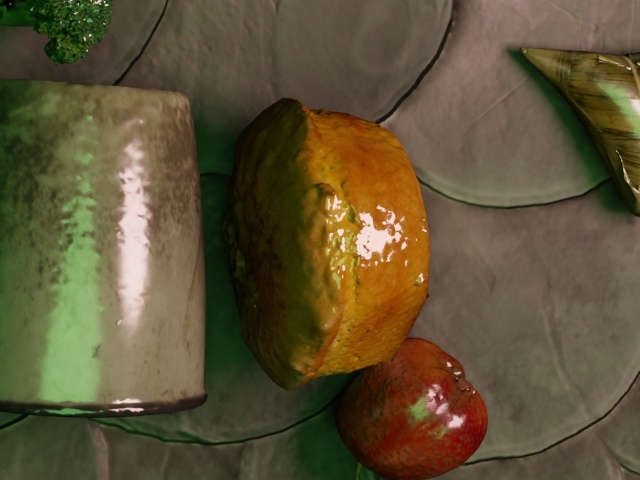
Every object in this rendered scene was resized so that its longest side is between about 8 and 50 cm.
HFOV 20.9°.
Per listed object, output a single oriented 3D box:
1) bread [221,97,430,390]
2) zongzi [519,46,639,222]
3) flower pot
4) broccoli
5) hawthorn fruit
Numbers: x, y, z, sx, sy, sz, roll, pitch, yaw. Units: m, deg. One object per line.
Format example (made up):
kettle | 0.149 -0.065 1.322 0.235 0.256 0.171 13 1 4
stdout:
bread | -0.002 0.002 1.833 0.172 0.312 0.312 -4 99 -21
zongzi | 0.321 -0.118 1.975 0.204 0.094 0.205 3 98 -8
flower pot | -0.255 0.002 1.787 0.293 0.293 0.330 3 92 -12
broccoli | -0.305 -0.327 1.757 0.245 0.265 0.294 -39 77 22
hawthorn fruit | 0.082 0.211 1.959 0.203 0.162 0.162 -35 104 14
